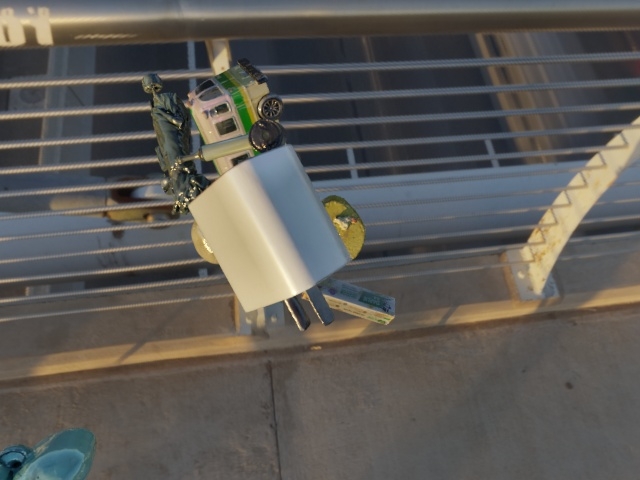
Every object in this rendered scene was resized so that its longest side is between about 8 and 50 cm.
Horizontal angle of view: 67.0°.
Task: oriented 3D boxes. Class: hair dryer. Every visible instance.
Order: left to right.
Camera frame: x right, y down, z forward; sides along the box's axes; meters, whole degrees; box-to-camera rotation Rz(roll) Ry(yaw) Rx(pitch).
[{"bbox_3d":[-0.156,-0.163,0.836,0.197,0.100,0.057,-13,100,1],"label":"hair dryer"}]

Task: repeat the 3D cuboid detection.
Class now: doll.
[{"bbox_3d":[-0.199,0.206,0.330,0.159,0.059,0.159,37,84,-17],"label":"doll"}]

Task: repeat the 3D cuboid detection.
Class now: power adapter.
[{"bbox_3d":[-0.064,0.015,0.707,0.124,0.187,0.255,-29,93,-39],"label":"power adapter"}]

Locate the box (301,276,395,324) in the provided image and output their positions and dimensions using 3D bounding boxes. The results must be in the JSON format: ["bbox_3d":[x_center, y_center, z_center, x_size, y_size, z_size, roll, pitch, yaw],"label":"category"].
[{"bbox_3d":[0.062,0.123,1.032,0.207,0.041,0.050,19,49,-12],"label":"box"}]

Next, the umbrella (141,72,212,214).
[{"bbox_3d":[-0.351,-0.237,1.169,0.143,0.094,0.349,-23,83,29],"label":"umbrella"}]

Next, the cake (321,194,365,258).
[{"bbox_3d":[0.000,0.000,1.374,0.260,0.156,0.179,-36,98,5],"label":"cake"}]

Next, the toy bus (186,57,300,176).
[{"bbox_3d":[-0.163,-0.221,1.090,0.179,0.306,0.143,-28,45,-11],"label":"toy bus"}]

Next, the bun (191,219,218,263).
[{"bbox_3d":[-0.241,-0.021,1.267,0.173,0.113,0.167,-41,115,-34],"label":"bun"}]
